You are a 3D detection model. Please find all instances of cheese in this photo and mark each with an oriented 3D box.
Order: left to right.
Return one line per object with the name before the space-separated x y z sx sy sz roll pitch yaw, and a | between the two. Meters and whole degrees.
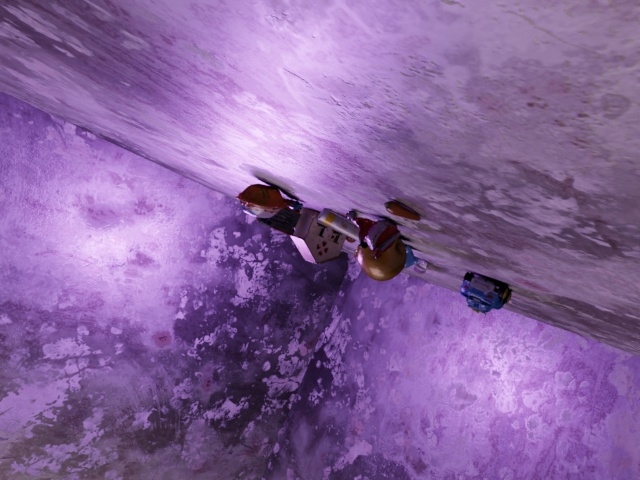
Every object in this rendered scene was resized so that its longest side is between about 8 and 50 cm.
cheese | -0.217 -0.170 1.844 0.217 0.129 0.329 27 -162 36

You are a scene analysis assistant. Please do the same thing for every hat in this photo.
hat | 0.166 -0.039 1.509 0.227 0.140 0.129 36 175 37

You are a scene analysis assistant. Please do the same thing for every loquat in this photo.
loquat | 0.250 0.059 1.771 0.213 0.213 0.213 23 177 1

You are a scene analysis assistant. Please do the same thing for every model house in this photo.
model house | 0.000 0.000 2.158 0.326 0.244 0.169 23 175 -37

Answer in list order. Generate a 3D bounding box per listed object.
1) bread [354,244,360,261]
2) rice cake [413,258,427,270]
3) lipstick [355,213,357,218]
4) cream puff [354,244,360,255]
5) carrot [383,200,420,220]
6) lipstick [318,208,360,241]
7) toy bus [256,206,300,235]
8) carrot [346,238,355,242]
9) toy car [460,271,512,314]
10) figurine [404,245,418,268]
bread | 0.325 0.110 2.726 0.232 0.135 0.247 36 -173 32
rice cake | 0.571 0.153 2.418 0.073 0.056 0.365 20 177 12
lipstick | 0.130 -0.091 1.639 0.025 0.025 0.107 22 -177 14
cream puff | 0.313 0.115 2.449 0.282 0.185 0.282 19 178 1
carrot | 0.224 -0.076 1.153 0.142 0.035 0.035 19 179 -29
lipstick | 0.116 -0.055 1.866 0.264 0.059 0.059 28 176 -10
toy bus | -0.180 -0.119 2.233 0.329 0.143 0.153 23 -159 -32
carrot | 0.143 -0.029 2.380 0.061 0.061 0.210 23 -179 -16
toy car | 0.758 0.260 1.975 0.198 0.165 0.314 25 179 31
figurine | 0.312 0.053 1.972 0.262 0.153 0.180 -1 154 35
